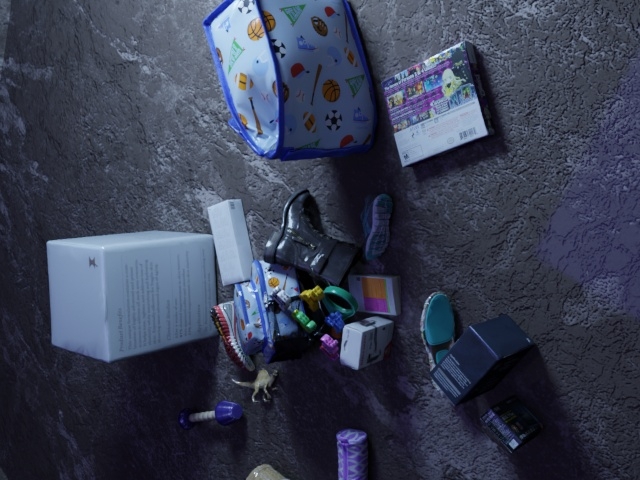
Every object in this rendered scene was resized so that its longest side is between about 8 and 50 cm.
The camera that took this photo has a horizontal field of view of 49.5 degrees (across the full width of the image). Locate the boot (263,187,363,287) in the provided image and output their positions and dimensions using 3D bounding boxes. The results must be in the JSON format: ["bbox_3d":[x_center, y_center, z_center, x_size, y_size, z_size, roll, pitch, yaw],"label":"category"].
[{"bbox_3d":[0.000,0.000,1.760,0.228,0.263,0.091,16,149,13],"label":"boot"}]

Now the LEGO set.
[{"bbox_3d":[-0.013,0.167,1.650,0.227,0.087,0.093,43,153,12],"label":"LEGO set"}]

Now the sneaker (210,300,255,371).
[{"bbox_3d":[-0.237,0.282,2.036,0.088,0.092,0.225,2,115,60],"label":"sneaker"}]

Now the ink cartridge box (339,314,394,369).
[{"bbox_3d":[0.114,0.245,1.674,0.056,0.135,0.099,16,106,38],"label":"ink cartridge box"}]

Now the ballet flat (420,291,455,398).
[{"bbox_3d":[0.266,0.239,1.579,0.077,0.091,0.241,159,105,-72],"label":"ballet flat"}]

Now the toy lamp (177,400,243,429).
[{"bbox_3d":[-0.344,0.548,2.173,0.274,0.080,0.080,-21,81,41],"label":"toy lamp"}]

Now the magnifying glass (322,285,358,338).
[{"bbox_3d":[0.044,0.183,1.723,0.092,0.026,0.231,24,151,14],"label":"magnifying glass"}]

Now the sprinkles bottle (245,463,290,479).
[{"bbox_3d":[-0.057,0.752,1.908,0.355,0.121,0.121,21,109,39],"label":"sprinkles bottle"}]

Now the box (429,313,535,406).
[{"bbox_3d":[0.339,0.249,1.457,0.093,0.156,0.158,51,125,27],"label":"box"}]

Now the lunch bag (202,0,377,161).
[{"bbox_3d":[-0.057,-0.370,1.621,0.239,0.327,0.386,-28,79,46],"label":"lunch bag"}]

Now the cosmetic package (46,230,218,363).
[{"bbox_3d":[-0.565,0.150,2.109,0.327,0.393,0.330,5,98,42],"label":"cosmetic package"}]

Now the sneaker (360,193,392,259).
[{"bbox_3d":[0.128,-0.037,1.688,0.076,0.065,0.167,29,112,54],"label":"sneaker"}]

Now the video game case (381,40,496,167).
[{"bbox_3d":[0.256,-0.295,1.538,0.232,0.041,0.210,-19,83,42],"label":"video game case"}]

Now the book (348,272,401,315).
[{"bbox_3d":[0.132,0.132,1.716,0.144,0.035,0.096,2,100,43],"label":"book"}]

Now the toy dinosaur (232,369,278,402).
[{"bbox_3d":[-0.176,0.428,2.033,0.183,0.053,0.093,-22,65,34],"label":"toy dinosaur"}]

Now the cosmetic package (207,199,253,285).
[{"bbox_3d":[-0.258,0.007,2.035,0.098,0.060,0.239,-14,86,41],"label":"cosmetic package"}]

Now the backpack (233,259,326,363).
[{"bbox_3d":[-0.122,0.176,1.815,0.276,0.213,0.264,125,143,-65],"label":"backpack"}]

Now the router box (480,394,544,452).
[{"bbox_3d":[0.399,0.378,1.441,0.092,0.122,0.038,46,119,27],"label":"router box"}]

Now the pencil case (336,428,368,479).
[{"bbox_3d":[0.078,0.591,1.787,0.086,0.088,0.206,3,97,40],"label":"pencil case"}]
